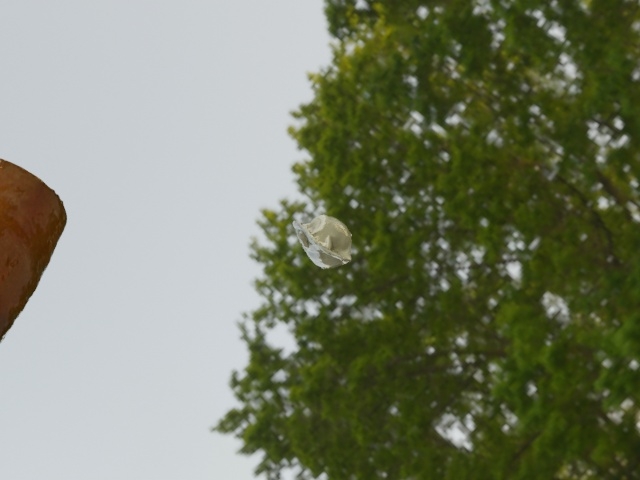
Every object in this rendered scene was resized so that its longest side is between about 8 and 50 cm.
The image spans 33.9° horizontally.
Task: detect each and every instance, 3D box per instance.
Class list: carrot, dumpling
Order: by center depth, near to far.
[{"bbox_3d":[-0.001,0.002,1.033,0.057,0.076,0.052,9,-44,-16],"label":"dumpling"},{"bbox_3d":[-0.384,0.039,1.151,0.159,0.159,0.225,68,-151,-54],"label":"carrot"}]
